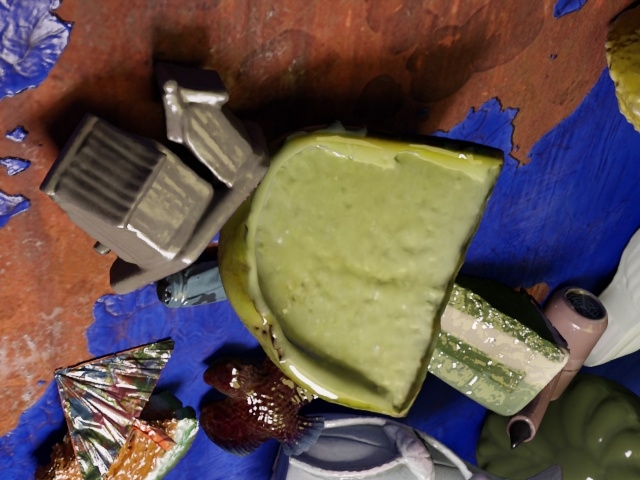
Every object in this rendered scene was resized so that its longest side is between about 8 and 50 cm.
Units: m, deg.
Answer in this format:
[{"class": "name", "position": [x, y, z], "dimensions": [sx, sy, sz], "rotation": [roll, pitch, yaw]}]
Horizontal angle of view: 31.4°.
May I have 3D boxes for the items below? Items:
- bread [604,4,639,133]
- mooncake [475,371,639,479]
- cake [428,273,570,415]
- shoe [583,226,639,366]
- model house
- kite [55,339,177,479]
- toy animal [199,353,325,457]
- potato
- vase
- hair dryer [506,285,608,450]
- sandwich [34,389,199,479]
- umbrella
[{"class": "bread", "position": [0.460, -0.209, 1.461], "dimensions": [0.197, 0.197, 0.170], "rotation": [-34, 158, -5]}, {"class": "mooncake", "position": [0.453, 0.394, 2.039], "dimensions": [0.351, 0.351, 0.187], "rotation": [-49, 142, 16]}, {"class": "cake", "position": [0.232, 0.153, 1.690], "dimensions": [0.283, 0.172, 0.158], "rotation": [18, 116, -50]}, {"class": "shoe", "position": [0.583, 0.080, 1.971], "dimensions": [0.160, 0.132, 0.363], "rotation": [-6, 140, -38]}, {"class": "model house", "position": [-0.162, -0.066, 1.100], "dimensions": [0.229, 0.122, 0.188], "rotation": [-51, 135, -6]}, {"class": "kite", "position": [-0.249, 0.210, 1.368], "dimensions": [0.189, 0.009, 0.232], "rotation": [38, 73, -29]}, {"class": "toy animal", "position": [-0.075, 0.213, 1.516], "dimensions": [0.218, 0.116, 0.179], "rotation": [-38, 148, 12]}, {"class": "potato", "position": [0.000, 0.000, 1.280], "dimensions": [0.280, 0.212, 0.330], "rotation": [23, 83, -28]}, {"class": "vase", "position": [0.149, 0.391, 1.687], "dimensions": [0.445, 0.250, 0.250], "rotation": [11, 133, -5]}, {"class": "hair dryer", "position": [0.363, 0.227, 1.834], "dimensions": [0.344, 0.106, 0.189], "rotation": [-51, 169, -55]}, {"class": "sandwich", "position": [-0.279, 0.277, 1.447], "dimensions": [0.159, 0.079, 0.235], "rotation": [28, 106, -44]}, {"class": "umbrella", "position": [-0.082, 0.039, 1.359], "dimensions": [0.250, 0.052, 0.053], "rotation": [-10, 104, -35]}]
